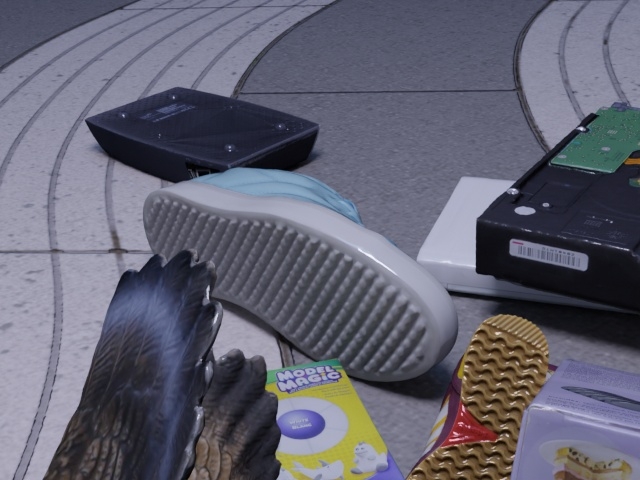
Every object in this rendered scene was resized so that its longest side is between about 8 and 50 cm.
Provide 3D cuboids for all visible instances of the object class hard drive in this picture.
[{"bbox_3d":[0.314,-0.036,0.971,0.237,0.064,0.339,13,31,29],"label":"hard drive"},{"bbox_3d":[-0.143,-0.124,1.295,0.255,0.054,0.172,19,34,37],"label":"hard drive"},{"bbox_3d":[0.265,0.003,1.013,0.308,0.040,0.203,7,28,18],"label":"hard drive"}]

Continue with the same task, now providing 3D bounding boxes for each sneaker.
[{"bbox_3d":[0.000,0.000,0.941,0.150,0.135,0.366,-27,36,-35],"label":"sneaker"},{"bbox_3d":[0.097,0.142,0.691,0.070,0.084,0.185,25,73,13],"label":"sneaker"}]

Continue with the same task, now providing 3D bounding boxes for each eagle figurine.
[{"bbox_3d":[-0.132,0.158,0.483,0.298,0.225,0.226,-29,24,-8],"label":"eagle figurine"}]

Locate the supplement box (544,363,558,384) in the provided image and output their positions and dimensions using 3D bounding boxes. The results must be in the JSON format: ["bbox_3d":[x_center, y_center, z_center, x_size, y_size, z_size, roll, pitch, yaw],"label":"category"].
[{"bbox_3d":[0.138,0.122,0.782,0.055,0.043,0.083,17,33,35],"label":"supplement box"}]

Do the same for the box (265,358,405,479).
[{"bbox_3d":[-0.016,0.141,0.761,0.105,0.043,0.179,-9,25,-14],"label":"box"}]

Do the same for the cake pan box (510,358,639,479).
[{"bbox_3d":[0.250,0.132,0.598,0.267,0.070,0.246,11,4,15],"label":"cake pan box"}]
